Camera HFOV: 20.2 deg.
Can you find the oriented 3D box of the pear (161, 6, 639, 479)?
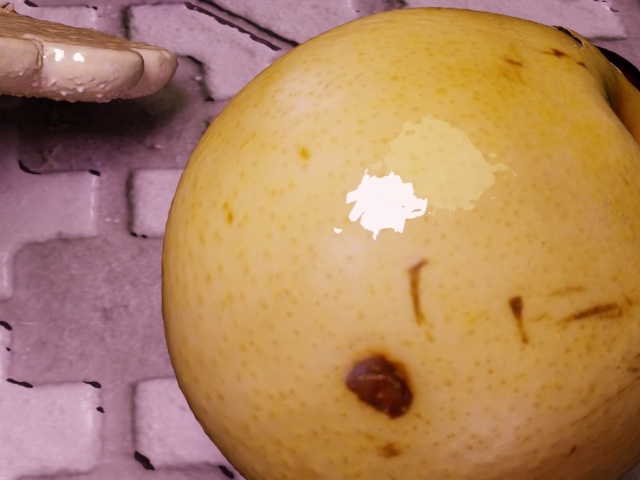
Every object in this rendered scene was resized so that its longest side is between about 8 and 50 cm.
[{"bbox_3d":[0.076,0.019,1.124,0.348,0.348,0.348,1,42,-1],"label":"pear"}]

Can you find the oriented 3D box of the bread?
[{"bbox_3d":[-0.266,-0.155,1.421,0.316,0.054,0.316,12,10,-2],"label":"bread"}]

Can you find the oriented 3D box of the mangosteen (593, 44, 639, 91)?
[{"bbox_3d":[0.187,-0.075,1.380,0.152,0.152,0.152,1,42,-1],"label":"mangosteen"}]
